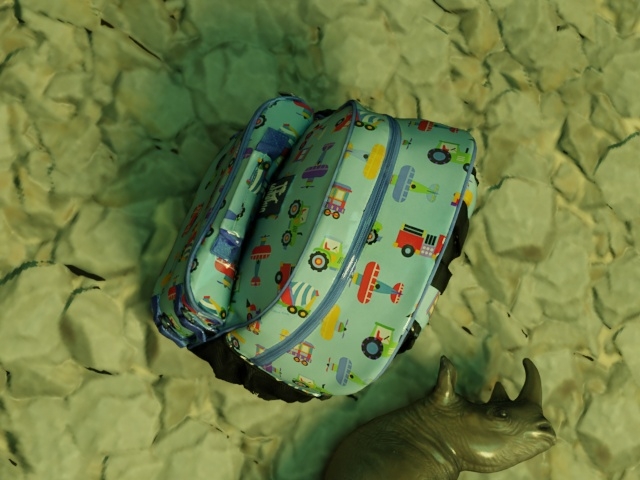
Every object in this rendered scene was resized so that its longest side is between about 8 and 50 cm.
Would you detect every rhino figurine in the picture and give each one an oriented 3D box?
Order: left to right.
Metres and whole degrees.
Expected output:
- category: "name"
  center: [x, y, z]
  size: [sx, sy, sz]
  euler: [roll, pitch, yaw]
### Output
- category: "rhino figurine"
  center: [0.043, 0.152, 0.673]
  size: [0.106, 0.073, 0.243]
  euler: [34, 69, 21]

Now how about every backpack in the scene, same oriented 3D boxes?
- category: "backpack"
  center: [0.000, 0.000, 0.634]
  size: [0.117, 0.173, 0.158]
  euler: [27, 75, -13]
